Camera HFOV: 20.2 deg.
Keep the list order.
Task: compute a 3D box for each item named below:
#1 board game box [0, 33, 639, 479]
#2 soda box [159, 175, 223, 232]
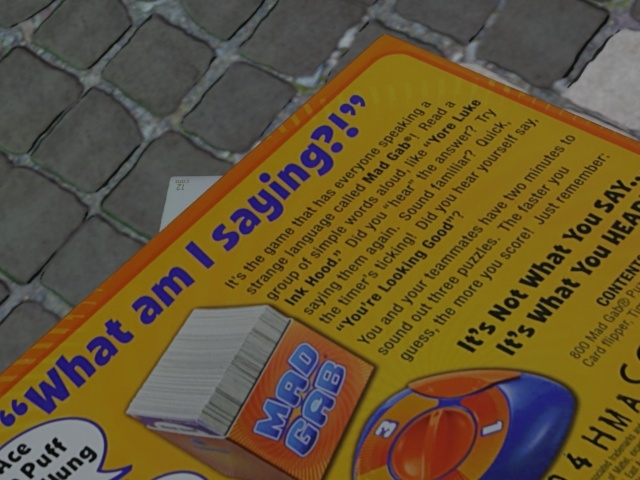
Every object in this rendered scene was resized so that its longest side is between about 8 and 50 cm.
[{"bbox_3d":[0.078,0.185,0.891,0.356,0.356,0.356,28,59,34],"label":"board game box"},{"bbox_3d":[0.000,0.000,1.250,0.216,0.074,0.069,-1,59,16],"label":"soda box"}]
